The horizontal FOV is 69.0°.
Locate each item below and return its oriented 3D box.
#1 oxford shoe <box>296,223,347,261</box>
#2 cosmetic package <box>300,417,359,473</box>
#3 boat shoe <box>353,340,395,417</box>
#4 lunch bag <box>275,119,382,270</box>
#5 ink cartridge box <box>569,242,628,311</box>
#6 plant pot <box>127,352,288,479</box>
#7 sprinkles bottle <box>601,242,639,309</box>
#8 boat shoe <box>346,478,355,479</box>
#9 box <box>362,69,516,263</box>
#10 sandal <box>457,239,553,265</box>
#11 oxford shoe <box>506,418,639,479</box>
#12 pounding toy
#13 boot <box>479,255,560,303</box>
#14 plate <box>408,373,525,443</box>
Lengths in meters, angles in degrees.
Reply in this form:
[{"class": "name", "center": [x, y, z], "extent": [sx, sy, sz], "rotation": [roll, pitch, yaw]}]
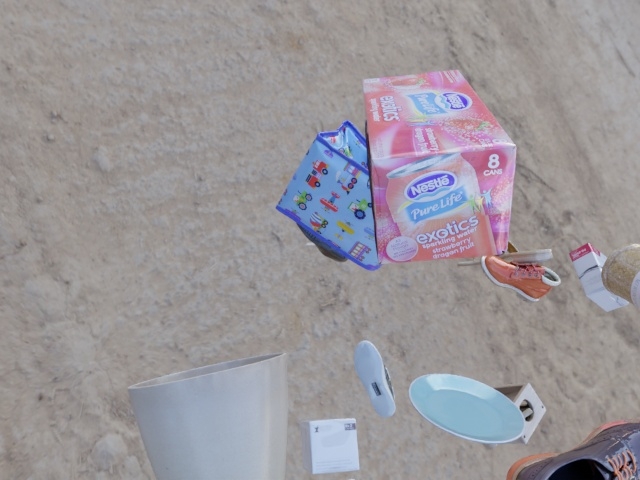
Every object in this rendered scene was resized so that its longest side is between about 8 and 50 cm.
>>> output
[{"class": "oxford shoe", "center": [0.000, 0.000, 1.582], "extent": [0.227, 0.096, 0.083], "rotation": [42, 63, 6]}, {"class": "cosmetic package", "center": [0.025, 0.657, 1.503], "extent": [0.151, 0.184, 0.151], "rotation": [0, 70, -11]}, {"class": "boat shoe", "center": [0.151, 0.377, 1.294], "extent": [0.078, 0.070, 0.219], "rotation": [-17, 93, 15]}, {"class": "lunch bag", "center": [0.083, -0.072, 1.009], "extent": [0.293, 0.221, 0.138], "rotation": [43, 41, 8]}, {"class": "ink cartridge box", "center": [0.738, 0.098, 1.236], "extent": [0.109, 0.063, 0.150], "rotation": [31, 41, -25]}, {"class": "plant pot", "center": [-0.155, 0.343, 0.749], "extent": [0.256, 0.256, 0.274], "rotation": [-7, 79, -28]}, {"class": "sprinkles bottle", "center": [0.656, 0.114, 0.809], "extent": [0.121, 0.355, 0.121], "rotation": [-1, 108, -4]}, {"class": "boat shoe", "center": [0.032, 0.787, 1.322], "extent": [0.084, 0.095, 0.258], "rotation": [10, 111, -34]}, {"class": "box", "center": [0.139, -0.115, 0.625], "extent": [0.154, 0.142, 0.300], "rotation": [-4, 34, 6]}, {"class": "sandal", "center": [0.397, 0.011, 1.024], "extent": [0.088, 0.240, 0.079], "rotation": [-6, 88, -27]}, {"class": "oxford shoe", "center": [0.408, 0.325, 0.654], "extent": [0.271, 0.098, 0.097], "rotation": [-20, 73, -5]}, {"class": "pounding toy", "center": [0.454, 0.443, 1.116], "extent": [0.206, 0.181, 0.094], "rotation": [-32, 89, -37]}, {"class": "boot", "center": [0.397, 0.062, 0.927], "extent": [0.158, 0.084, 0.059], "rotation": [26, 51, -12]}, {"class": "plate", "center": [0.237, 0.279, 0.770], "extent": [0.188, 0.188, 0.024], "rotation": [2, 105, -26]}]
